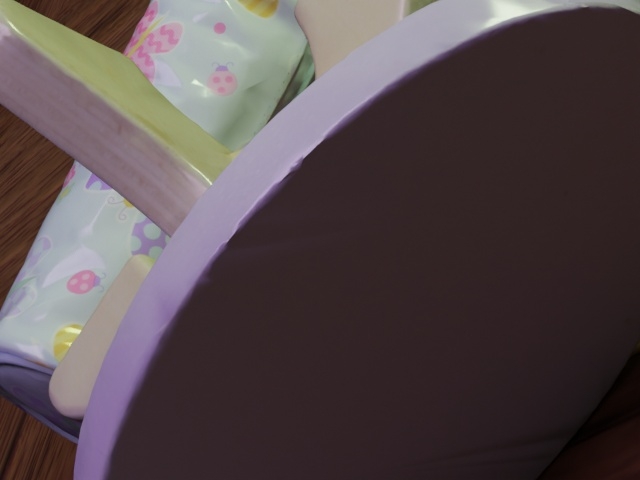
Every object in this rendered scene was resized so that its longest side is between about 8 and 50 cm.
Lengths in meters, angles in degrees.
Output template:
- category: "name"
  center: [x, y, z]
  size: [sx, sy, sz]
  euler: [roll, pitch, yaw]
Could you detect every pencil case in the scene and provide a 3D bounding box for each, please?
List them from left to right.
- category: "pencil case"
  center: [-0.081, -0.020, 1.056]
  size: [0.124, 0.113, 0.273]
  euler: [-11, 50, 49]

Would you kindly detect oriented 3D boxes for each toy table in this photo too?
- category: "toy table"
  center: [0.000, 0.000, 0.713]
  size: [0.274, 0.252, 0.161]
  euler: [-45, 39, 8]
